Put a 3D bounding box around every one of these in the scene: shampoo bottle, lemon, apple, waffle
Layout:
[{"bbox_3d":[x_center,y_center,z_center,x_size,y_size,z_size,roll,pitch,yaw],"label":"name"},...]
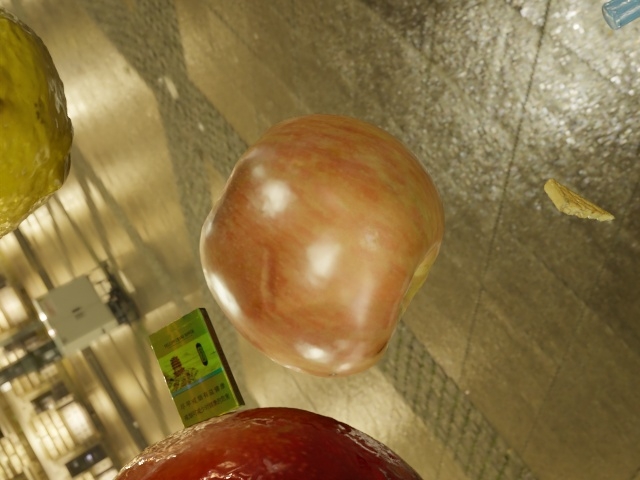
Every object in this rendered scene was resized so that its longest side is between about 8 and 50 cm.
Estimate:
[{"bbox_3d":[0.615,-0.451,1.521,0.061,0.258,0.104,63,-173,19],"label":"shampoo bottle"},{"bbox_3d":[-0.383,-0.119,0.879,0.322,0.268,0.268,-21,98,49],"label":"lemon"},{"bbox_3d":[0.000,0.000,1.354,0.347,0.391,0.391,31,154,9],"label":"apple"},{"bbox_3d":[0.550,-0.056,1.789,0.191,0.032,0.125,26,-158,-17],"label":"waffle"}]

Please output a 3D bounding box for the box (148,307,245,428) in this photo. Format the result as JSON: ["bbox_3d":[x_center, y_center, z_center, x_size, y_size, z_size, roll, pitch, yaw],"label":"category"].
[{"bbox_3d":[-0.225,0.233,1.573,0.193,0.121,0.030,66,-161,14],"label":"box"}]

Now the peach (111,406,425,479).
[{"bbox_3d":[-0.040,0.330,0.765,0.388,0.388,0.388,50,158,29],"label":"peach"}]
